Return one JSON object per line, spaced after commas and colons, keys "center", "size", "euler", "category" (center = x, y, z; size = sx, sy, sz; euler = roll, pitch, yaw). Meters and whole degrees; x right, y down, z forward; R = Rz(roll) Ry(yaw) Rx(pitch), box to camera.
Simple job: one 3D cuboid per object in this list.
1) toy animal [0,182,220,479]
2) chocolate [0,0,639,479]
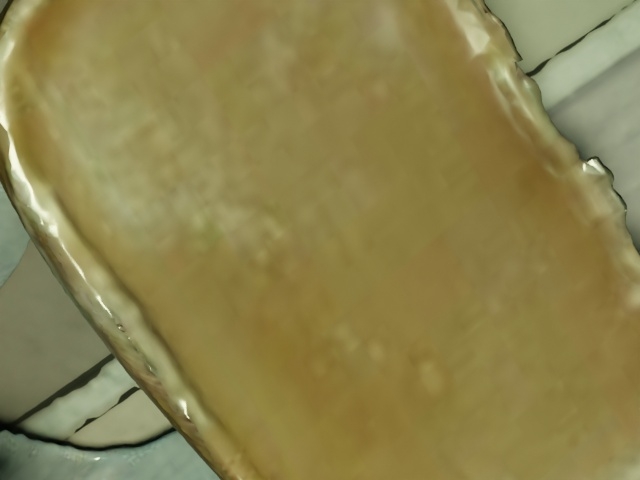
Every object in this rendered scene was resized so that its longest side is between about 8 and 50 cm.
{"center": [-0.149, 0.092, 0.622], "size": [0.239, 0.176, 0.255], "euler": [18, 88, -35], "category": "toy animal"}
{"center": [0.000, 0.001, 0.607], "size": [0.161, 0.083, 0.261], "euler": [-38, 108, -19], "category": "chocolate"}
